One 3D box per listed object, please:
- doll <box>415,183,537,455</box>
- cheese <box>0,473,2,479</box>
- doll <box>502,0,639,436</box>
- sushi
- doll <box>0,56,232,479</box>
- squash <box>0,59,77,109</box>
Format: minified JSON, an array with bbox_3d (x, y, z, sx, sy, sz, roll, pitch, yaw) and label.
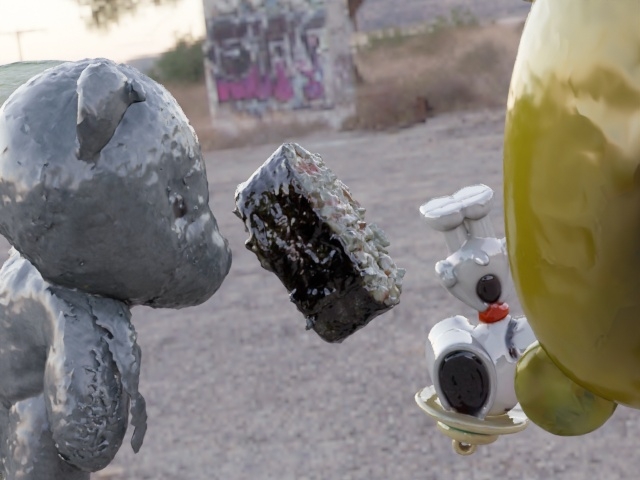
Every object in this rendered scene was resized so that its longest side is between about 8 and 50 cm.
[{"bbox_3d":[0.167,0.089,1.413,0.208,0.271,0.144,-36,12,3],"label":"doll"},{"bbox_3d":[-0.374,0.268,1.267,0.384,0.104,0.384,-15,-34,-10],"label":"cheese"},{"bbox_3d":[0.190,-0.119,0.534,0.423,0.348,0.161,-29,3,36],"label":"doll"},{"bbox_3d":[0.000,0.000,0.962,0.078,0.150,0.090,-37,-11,21],"label":"sushi"},{"bbox_3d":[-0.139,0.046,0.817,0.158,0.340,0.246,0,14,-13],"label":"doll"},{"bbox_3d":[-0.282,-0.107,1.127,0.219,0.041,0.219,-2,35,1],"label":"squash"}]
